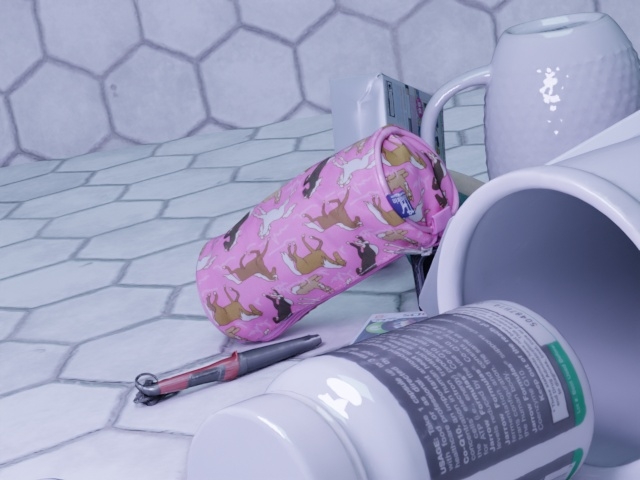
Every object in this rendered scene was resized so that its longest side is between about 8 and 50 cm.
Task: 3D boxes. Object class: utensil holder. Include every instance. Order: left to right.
[{"bbox_3d":[0.371,0.043,1.536,0.385,0.328,0.327,-18,16,-36],"label":"utensil holder"}]

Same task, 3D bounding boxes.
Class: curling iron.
[{"bbox_3d":[-0.124,0.163,1.958,0.274,0.035,0.068,-16,16,-21],"label":"curling iron"}]

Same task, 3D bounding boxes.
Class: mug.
[{"bbox_3d":[0.343,-0.172,2.310,0.374,0.328,0.276,-9,15,4],"label":"mug"}]

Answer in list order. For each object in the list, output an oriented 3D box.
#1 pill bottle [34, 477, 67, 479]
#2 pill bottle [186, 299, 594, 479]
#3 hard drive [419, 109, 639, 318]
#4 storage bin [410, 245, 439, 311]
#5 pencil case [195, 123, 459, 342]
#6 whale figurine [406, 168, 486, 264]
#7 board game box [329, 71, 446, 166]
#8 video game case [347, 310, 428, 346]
[{"bbox_3d":[-0.222,0.292,1.365,0.245,0.130,0.130,4,20,41],"label":"pill bottle"},{"bbox_3d":[0.069,0.187,1.345,0.204,0.204,0.361,5,14,45],"label":"pill bottle"},{"bbox_3d":[0.285,-0.042,1.730,0.353,0.047,0.233,-29,-20,-19],"label":"hard drive"},{"bbox_3d":[0.219,0.048,1.984,0.180,0.122,0.084,-11,15,-2],"label":"storage bin"},{"bbox_3d":[0.000,0.000,1.995,0.386,0.160,0.167,-31,39,35],"label":"pencil case"},{"bbox_3d":[0.175,-0.022,2.088,0.216,0.141,0.272,-3,-23,27],"label":"whale figurine"},{"bbox_3d":[0.118,-0.134,2.366,0.097,0.224,0.303,-6,-5,23],"label":"board game box"},{"bbox_3d":[0.121,0.120,1.758,0.173,0.022,0.190,-5,15,18],"label":"video game case"}]
